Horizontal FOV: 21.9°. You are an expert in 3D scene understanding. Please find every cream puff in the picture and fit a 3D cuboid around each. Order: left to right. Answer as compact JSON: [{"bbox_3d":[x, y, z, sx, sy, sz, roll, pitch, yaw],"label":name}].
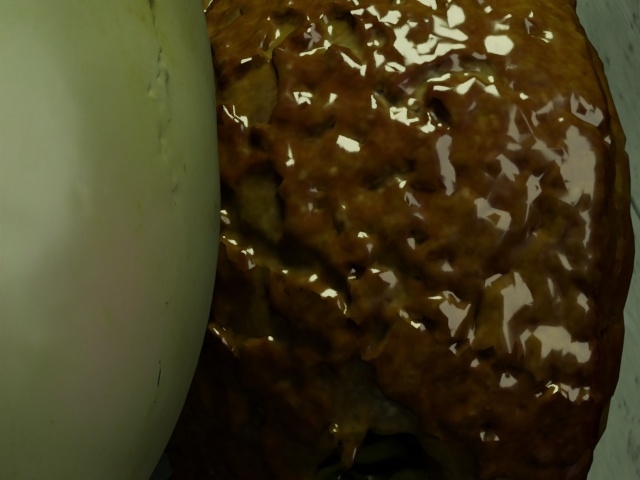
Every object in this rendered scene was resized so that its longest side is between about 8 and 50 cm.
[{"bbox_3d":[0.000,0.000,0.697,0.303,0.212,0.303,180,-90,-82],"label":"cream puff"}]

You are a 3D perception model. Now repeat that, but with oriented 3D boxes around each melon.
[{"bbox_3d":[-0.144,-0.038,0.522,0.223,0.223,0.317,13,66,-53],"label":"melon"}]
